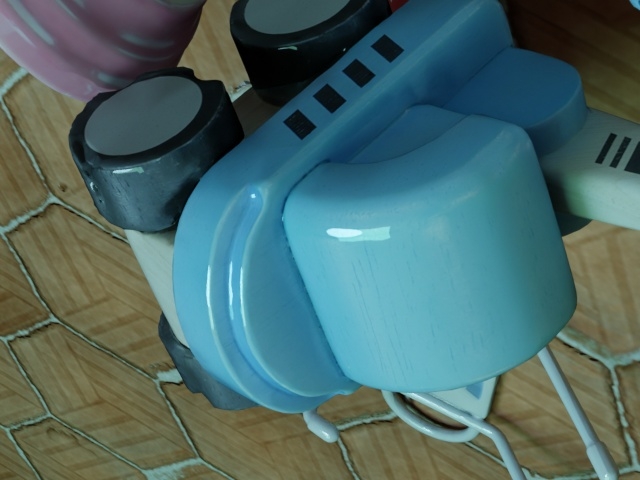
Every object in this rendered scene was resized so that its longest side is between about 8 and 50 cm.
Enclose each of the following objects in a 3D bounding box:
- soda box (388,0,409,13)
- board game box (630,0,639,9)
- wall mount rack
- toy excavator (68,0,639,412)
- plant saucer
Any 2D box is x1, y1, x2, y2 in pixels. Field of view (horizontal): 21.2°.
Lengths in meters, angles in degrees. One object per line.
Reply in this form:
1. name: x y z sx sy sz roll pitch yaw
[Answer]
1. soda box: 0.053 -0.155 1.248 0.083 0.092 0.263 -4 132 40
2. board game box: 0.141 -0.275 0.823 0.390 0.050 0.390 50 172 -12
3. wall mount rack: 0.134 0.151 1.545 0.304 0.130 0.350 26 148 14
4. toy excavator: 0.137 -0.035 1.072 0.445 0.433 0.222 23 145 42
5. plant saucer: -0.163 -0.258 1.132 0.084 0.332 0.332 -18 124 22
